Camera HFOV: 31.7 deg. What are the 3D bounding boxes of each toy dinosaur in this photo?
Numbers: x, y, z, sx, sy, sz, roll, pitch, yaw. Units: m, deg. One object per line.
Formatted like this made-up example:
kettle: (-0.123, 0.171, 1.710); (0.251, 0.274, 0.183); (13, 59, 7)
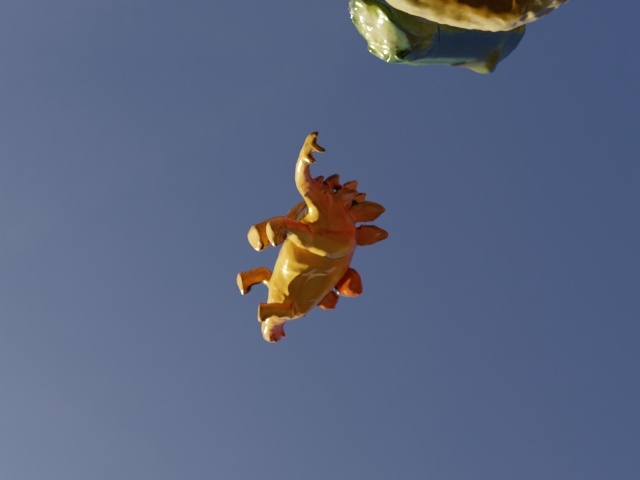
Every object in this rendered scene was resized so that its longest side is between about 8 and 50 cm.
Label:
toy dinosaur: (0.000, 0.000, 0.991); (0.117, 0.070, 0.288); (-7, -39, -23)

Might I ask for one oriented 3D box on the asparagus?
asparagus: (0.118, -0.208, 1.109); (0.082, 0.343, 0.085); (29, -66, 22)

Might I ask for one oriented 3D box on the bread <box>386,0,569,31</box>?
bread: (0.125, -0.290, 0.900); (0.244, 0.134, 0.244); (0, -46, 0)
